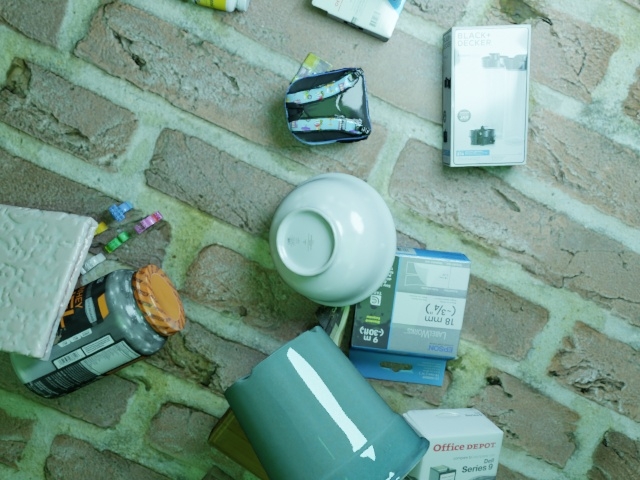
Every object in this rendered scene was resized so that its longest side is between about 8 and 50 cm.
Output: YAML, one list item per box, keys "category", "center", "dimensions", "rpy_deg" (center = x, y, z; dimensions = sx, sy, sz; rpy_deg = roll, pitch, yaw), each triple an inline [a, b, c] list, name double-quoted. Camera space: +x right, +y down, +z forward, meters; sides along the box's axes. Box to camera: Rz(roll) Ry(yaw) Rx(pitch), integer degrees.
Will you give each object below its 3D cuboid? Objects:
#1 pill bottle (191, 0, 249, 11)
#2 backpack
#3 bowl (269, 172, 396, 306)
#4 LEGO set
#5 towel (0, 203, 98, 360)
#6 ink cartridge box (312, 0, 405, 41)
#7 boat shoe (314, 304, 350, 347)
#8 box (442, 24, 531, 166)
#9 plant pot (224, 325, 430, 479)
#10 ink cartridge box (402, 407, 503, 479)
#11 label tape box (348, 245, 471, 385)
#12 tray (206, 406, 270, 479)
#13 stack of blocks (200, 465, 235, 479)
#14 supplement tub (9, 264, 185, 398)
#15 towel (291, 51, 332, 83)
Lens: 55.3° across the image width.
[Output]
- category: "pill bottle"
  center: [-0.210, -0.522, 1.292]
  dimensions: [0.116, 0.065, 0.065]
  rpy_deg: [13, 100, -2]
- category: "backpack"
  center: [0.015, -0.281, 1.306]
  dimensions: [0.173, 0.117, 0.158]
  rpy_deg: [-9, 100, 2]
- category: "bowl"
  center: [0.000, 0.000, 1.291]
  dimensions: [0.298, 0.134, 0.297]
  rpy_deg: [1, 92, 27]
- category: "LEGO set"
  center: [-0.482, -0.014, 1.377]
  dimensions: [0.227, 0.093, 0.087]
  rpy_deg: [-36, 98, 7]
- category: "towel"
  center: [-0.666, 0.078, 1.312]
  dimensions: [0.332, 0.053, 0.316]
  rpy_deg: [8, 73, 19]
- category: "ink cartridge box"
  center: [0.082, -0.507, 1.291]
  dimensions: [0.180, 0.060, 0.104]
  rpy_deg: [23, 101, -3]
- category: "boat shoe"
  center: [0.022, 0.181, 1.410]
  dimensions: [0.074, 0.080, 0.223]
  rpy_deg: [10, 105, -6]
- category: "box"
  center: [0.351, -0.306, 1.310]
  dimensions: [0.169, 0.087, 0.289]
  rpy_deg: [0, 100, 1]
- category: "plant pot"
  center: [-0.007, 0.383, 1.280]
  dimensions: [0.341, 0.341, 0.334]
  rpy_deg: [-37, 80, 7]
- category: "ink cartridge box"
  center: [0.286, 0.552, 1.424]
  dimensions: [0.211, 0.121, 0.289]
  rpy_deg: [2, 101, -20]
- category: "label tape box"
  center: [0.195, 0.185, 1.395]
  dimensions: [0.241, 0.106, 0.333]
  rpy_deg: [6, 100, 1]
- category: "tray"
  center: [-0.045, 0.516, 1.477]
  dimensions: [0.411, 0.076, 0.202]
  rpy_deg: [37, 99, -5]
- category: "stack of blocks"
  center: [-0.178, 0.691, 1.504]
  dimensions: [0.297, 0.087, 0.171]
  rpy_deg: [38, 99, -6]
- category: "supplement tub"
  center: [-0.489, 0.196, 1.359]
  dimensions: [0.338, 0.207, 0.207]
  rpy_deg: [-26, 99, 5]
- category: "towel"
  center: [-0.019, -0.366, 1.345]
  dimensions: [0.060, 0.009, 0.083]
  rpy_deg: [34, 99, -6]
